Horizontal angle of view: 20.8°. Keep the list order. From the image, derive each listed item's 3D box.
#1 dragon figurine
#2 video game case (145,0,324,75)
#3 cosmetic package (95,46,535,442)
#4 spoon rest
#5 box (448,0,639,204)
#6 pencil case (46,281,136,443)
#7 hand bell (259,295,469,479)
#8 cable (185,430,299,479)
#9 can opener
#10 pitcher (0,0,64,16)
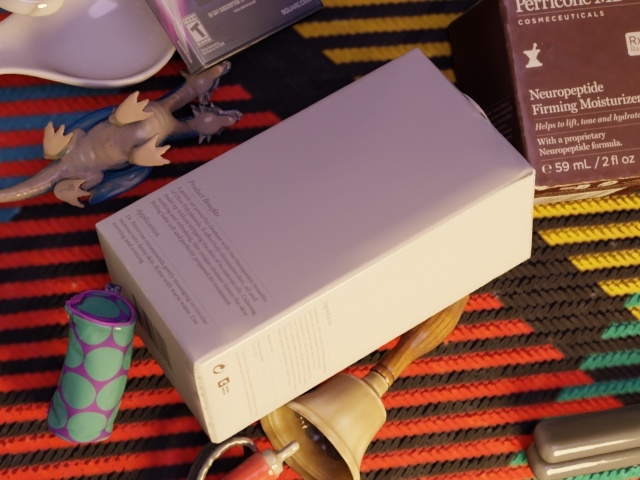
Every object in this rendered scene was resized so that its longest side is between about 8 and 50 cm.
[{"bbox_3d":[-0.207,-0.085,1.673,0.289,0.144,0.085,-26,92,5],"label":"dragon figurine"},{"bbox_3d":[-0.131,-0.310,1.701,0.196,0.026,0.274,-34,93,-45],"label":"video game case"},{"bbox_3d":[0.000,0.000,1.641,0.365,0.155,0.197,-28,57,-15],"label":"cosmetic package"},{"bbox_3d":[-0.264,-0.176,1.664,0.276,0.084,0.137,-27,68,-13],"label":"spoon rest"},{"bbox_3d":[0.242,-0.144,1.743,0.168,0.167,0.203,-8,85,-14],"label":"box"},{"bbox_3d":[-0.214,0.116,1.620,0.070,0.151,0.064,25,33,15],"label":"pencil case"},{"bbox_3d":[0.066,0.129,1.719,0.242,0.126,0.126,-42,94,-27],"label":"hand bell"},{"bbox_3d":[-0.125,0.286,1.646,0.287,0.072,0.139,-32,106,-15],"label":"cable"},{"bbox_3d":[0.341,0.182,1.788,0.280,0.074,0.093,-13,52,-16],"label":"can opener"},{"bbox_3d":[-0.339,-0.273,1.626,0.207,0.177,0.125,6,126,-16],"label":"pitcher"}]
